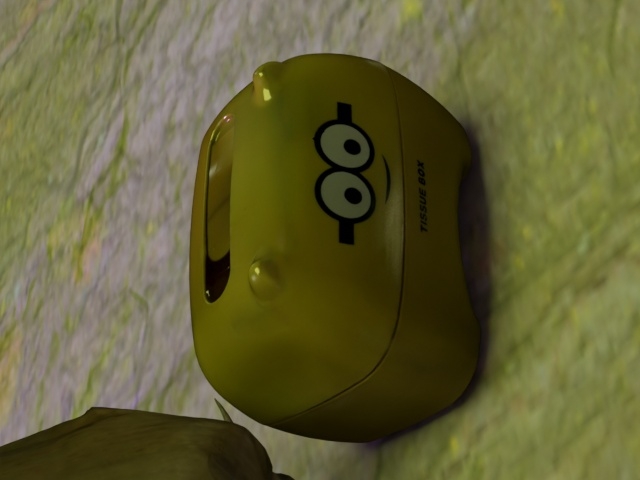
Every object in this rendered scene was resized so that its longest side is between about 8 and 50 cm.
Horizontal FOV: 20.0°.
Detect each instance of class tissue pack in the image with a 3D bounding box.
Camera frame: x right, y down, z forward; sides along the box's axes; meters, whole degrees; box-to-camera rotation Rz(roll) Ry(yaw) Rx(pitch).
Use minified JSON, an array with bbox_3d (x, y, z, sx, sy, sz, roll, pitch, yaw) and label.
[{"bbox_3d":[0.000,0.000,0.879,0.123,0.127,0.178,-34,44,43],"label":"tissue pack"}]

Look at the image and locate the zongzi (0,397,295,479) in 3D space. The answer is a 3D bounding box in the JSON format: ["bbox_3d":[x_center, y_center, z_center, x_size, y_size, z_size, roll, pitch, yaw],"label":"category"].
[{"bbox_3d":[-0.134,0.297,0.915,0.500,0.467,0.218,-16,44,2],"label":"zongzi"}]
